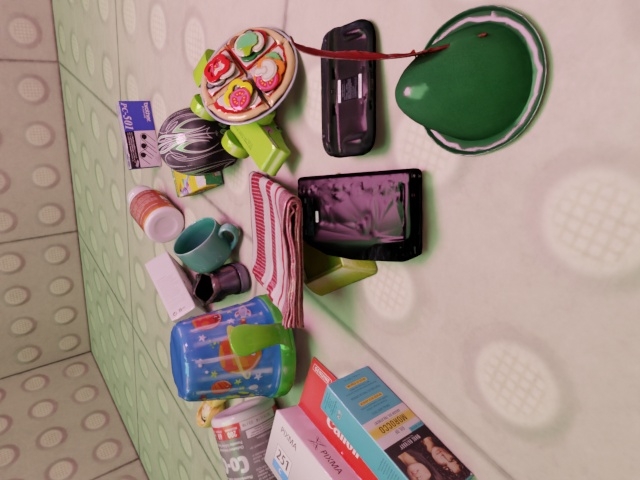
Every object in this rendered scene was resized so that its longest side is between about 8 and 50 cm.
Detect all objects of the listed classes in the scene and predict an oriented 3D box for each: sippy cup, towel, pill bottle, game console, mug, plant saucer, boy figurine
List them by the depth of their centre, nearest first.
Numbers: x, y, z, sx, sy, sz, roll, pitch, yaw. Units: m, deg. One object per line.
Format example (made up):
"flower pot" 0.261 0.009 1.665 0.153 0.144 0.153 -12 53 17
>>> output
"game console" 0.055 -0.149 0.702 0.213 0.044 0.360 3 97 39
"plant saucer" 0.000 0.000 0.838 0.188 0.045 0.188 -31 76 52
"towel" -0.098 0.000 0.892 0.329 0.037 0.236 -142 49 -64
"sippy cup" -0.202 0.245 1.001 0.240 0.224 0.305 52 138 46
"pill bottle" -0.148 0.541 1.109 0.161 0.161 0.283 -29 78 53
"mug" -0.278 0.020 1.143 0.158 0.129 0.097 9 144 44
"boy figurine" -0.342 0.430 1.391 0.177 0.092 0.284 17 111 47
"pill bottle" -0.526 -0.091 1.439 0.216 0.121 0.121 38 129 40

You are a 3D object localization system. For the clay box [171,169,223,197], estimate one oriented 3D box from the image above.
"clay box" -0.337 -0.189 1.215 0.222 0.053 0.127 -5 97 55

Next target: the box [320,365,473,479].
"box" 0.114 0.321 0.744 0.244 0.101 0.060 40 130 38

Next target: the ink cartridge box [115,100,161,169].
"ink cartridge box" -0.573 -0.332 1.444 0.046 0.097 0.206 1 102 53

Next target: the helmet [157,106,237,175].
"helmet" -0.281 -0.223 1.039 0.169 0.162 0.169 21 117 48

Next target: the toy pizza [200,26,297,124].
"toy pizza" -0.137 -0.306 0.836 0.202 0.032 0.201 -6 74 20

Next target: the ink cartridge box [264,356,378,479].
"ink cartridge box" 0.014 0.419 0.887 0.296 0.066 0.260 33 114 46

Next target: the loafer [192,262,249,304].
"loafer" -0.296 0.118 1.223 0.303 0.095 0.108 -19 87 53

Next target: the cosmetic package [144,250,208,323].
"cosmetic package" -0.434 0.154 1.393 0.231 0.086 0.117 54 172 29

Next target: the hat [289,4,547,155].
"hat" 0.110 -0.174 0.520 0.209 0.184 0.172 -1 101 53

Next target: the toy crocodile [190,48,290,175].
"toy crocodile" -0.165 -0.266 0.932 0.340 0.105 0.115 50 125 24
